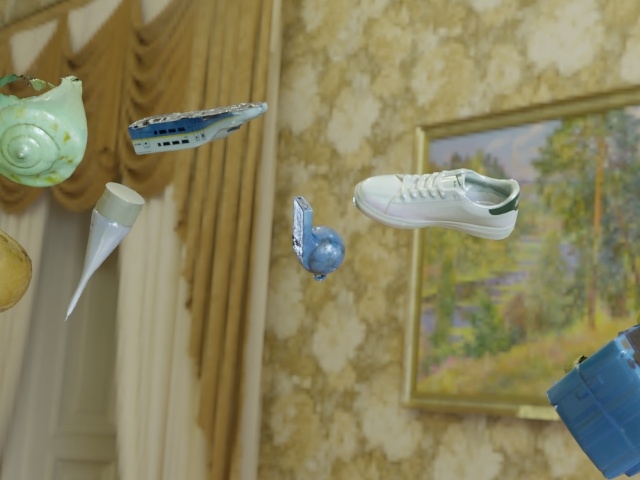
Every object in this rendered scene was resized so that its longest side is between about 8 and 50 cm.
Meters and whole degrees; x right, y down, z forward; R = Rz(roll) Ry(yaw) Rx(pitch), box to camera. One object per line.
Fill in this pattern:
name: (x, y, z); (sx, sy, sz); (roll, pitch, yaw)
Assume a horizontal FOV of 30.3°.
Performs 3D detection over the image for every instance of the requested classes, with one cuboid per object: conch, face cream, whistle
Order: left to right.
conch: (-0.391, -0.170, 1.587); (0.143, 0.251, 0.137); (-22, -49, -2)
face cream: (-0.365, 0.019, 1.927); (0.070, 0.224, 0.114); (27, 14, -8)
whistle: (0.000, 0.000, 1.945); (0.090, 0.158, 0.090); (2, 31, -1)

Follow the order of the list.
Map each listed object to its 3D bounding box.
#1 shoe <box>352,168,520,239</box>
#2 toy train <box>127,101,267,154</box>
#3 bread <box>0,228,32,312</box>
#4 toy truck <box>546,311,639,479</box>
shoe: (0.188, -0.076, 1.860); (0.265, 0.095, 0.110); (9, -35, -5)
toy train: (-0.171, -0.162, 1.700); (0.234, 0.051, 0.052); (-3, 20, 33)
bread: (-0.552, 0.004, 1.479); (0.424, 0.245, 0.329); (12, -40, 52)
toy truck: (0.453, 0.169, 1.486); (0.385, 0.162, 0.161); (-9, -28, -46)
